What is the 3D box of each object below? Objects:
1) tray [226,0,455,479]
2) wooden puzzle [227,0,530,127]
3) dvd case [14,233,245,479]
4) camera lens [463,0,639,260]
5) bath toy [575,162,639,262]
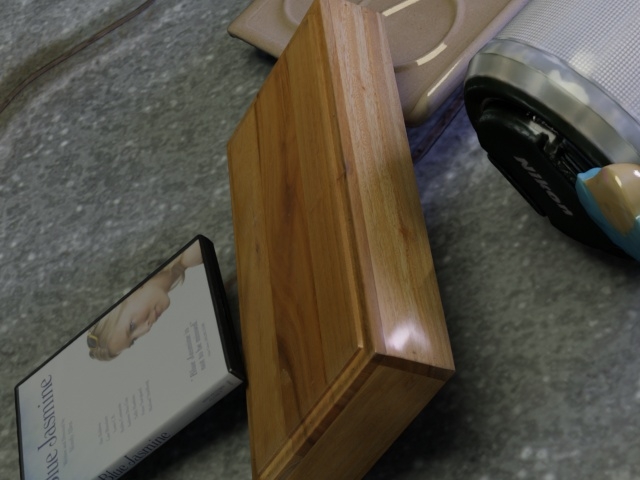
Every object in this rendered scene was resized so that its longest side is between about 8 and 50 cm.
[{"bbox_3d":[0.000,0.000,1.228,0.203,0.076,0.411,-55,31,39],"label":"tray"},{"bbox_3d":[0.110,-0.262,1.458,0.322,0.080,0.348,-46,40,-10],"label":"wooden puzzle"},{"bbox_3d":[-0.178,0.127,1.300,0.253,0.022,0.180,-39,40,18],"label":"dvd case"},{"bbox_3d":[0.266,-0.137,1.145,0.274,0.219,0.219,-45,44,-9],"label":"camera lens"},{"bbox_3d":[0.347,-0.098,0.984,0.348,0.151,0.129,-33,22,-6],"label":"bath toy"}]
